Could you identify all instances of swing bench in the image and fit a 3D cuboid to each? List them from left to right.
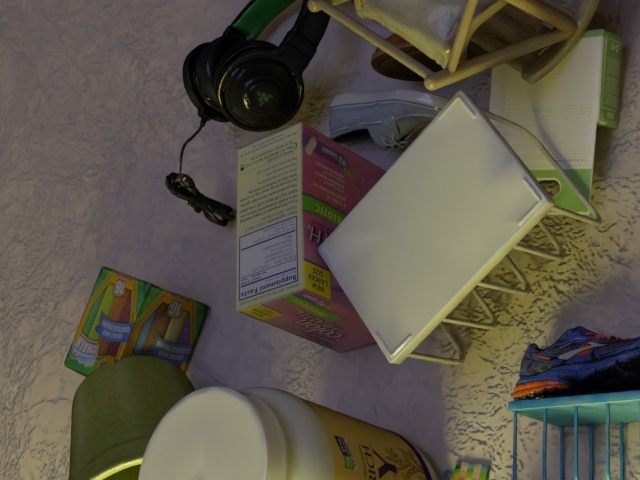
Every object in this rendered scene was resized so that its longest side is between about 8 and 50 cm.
[{"bbox_3d":[0.170,-0.315,1.735,0.253,0.254,0.165,41,125,39],"label":"swing bench"}]

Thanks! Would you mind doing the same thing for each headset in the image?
[{"bbox_3d":[-0.103,-0.224,2.119,0.394,0.185,0.243,-56,28,-6],"label":"headset"}]

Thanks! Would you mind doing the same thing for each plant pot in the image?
[{"bbox_3d":[-0.245,0.308,1.936,0.276,0.276,0.254,-45,36,17],"label":"plant pot"}]

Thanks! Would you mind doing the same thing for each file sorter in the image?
[{"bbox_3d":[0.177,-0.005,1.707,0.278,0.173,0.193,-48,55,23],"label":"file sorter"},{"bbox_3d":[0.312,0.234,1.552,0.170,0.118,0.105,-10,68,38],"label":"file sorter"}]

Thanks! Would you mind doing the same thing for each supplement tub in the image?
[{"bbox_3d":[-0.032,0.313,1.668,0.241,0.331,0.241,-18,61,35],"label":"supplement tub"}]

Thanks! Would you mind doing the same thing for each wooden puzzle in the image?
[{"bbox_3d":[0.184,0.299,1.712,0.083,0.006,0.049,2,73,42],"label":"wooden puzzle"}]

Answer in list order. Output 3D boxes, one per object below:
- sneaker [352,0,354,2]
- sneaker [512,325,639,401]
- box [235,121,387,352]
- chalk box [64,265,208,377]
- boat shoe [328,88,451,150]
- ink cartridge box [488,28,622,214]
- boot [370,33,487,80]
[{"bbox_3d":[0.112,-0.442,2.051,0.226,0.086,0.163,-53,48,8],"label":"sneaker"},{"bbox_3d":[0.319,0.135,1.617,0.221,0.083,0.087,-19,55,32],"label":"sneaker"},{"bbox_3d":[0.000,0.000,1.862,0.117,0.213,0.243,-19,59,35],"label":"box"},{"bbox_3d":[-0.289,0.167,2.101,0.132,0.132,0.213,14,81,45],"label":"chalk box"},{"bbox_3d":[0.099,-0.165,1.954,0.227,0.079,0.081,2,82,47],"label":"boat shoe"},{"bbox_3d":[0.295,-0.146,1.780,0.171,0.056,0.235,1,85,42],"label":"ink cartridge box"},{"bbox_3d":[0.190,-0.357,1.925,0.283,0.109,0.220,-22,59,30],"label":"boot"}]
